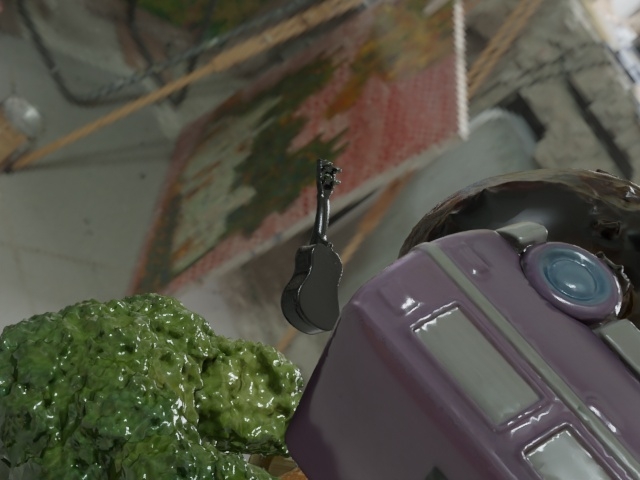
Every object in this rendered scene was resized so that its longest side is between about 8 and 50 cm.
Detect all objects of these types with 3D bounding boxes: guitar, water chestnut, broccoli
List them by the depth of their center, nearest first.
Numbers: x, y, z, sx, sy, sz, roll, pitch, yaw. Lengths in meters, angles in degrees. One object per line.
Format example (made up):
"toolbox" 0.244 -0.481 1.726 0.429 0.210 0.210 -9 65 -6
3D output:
"broccoli" -0.068 0.148 0.793 0.302 0.186 0.254 43 -19 18
"water chestnut" 0.222 0.077 1.266 0.350 0.350 0.302 61 -6 16
"guitar" 0.002 -0.001 1.841 0.084 0.038 0.271 35 51 -37

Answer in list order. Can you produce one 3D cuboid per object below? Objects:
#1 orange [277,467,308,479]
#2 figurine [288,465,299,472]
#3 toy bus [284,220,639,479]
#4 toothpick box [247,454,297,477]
"orange" 0.007 0.255 0.995 0.193 0.161 0.193 5 83 -51
"figurine" 0.007 0.369 1.329 0.186 0.261 0.381 40 61 -39
"toy bus" 0.095 0.106 0.623 0.142 0.142 0.202 -18 55 -39
"toothpick box" 0.068 0.348 1.525 0.190 0.308 0.187 45 55 -47
